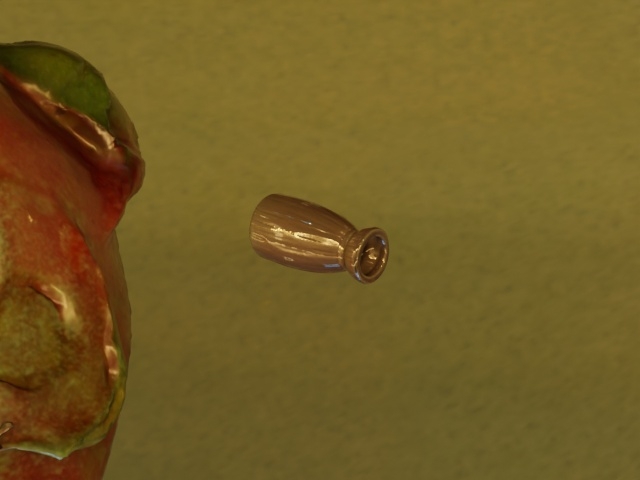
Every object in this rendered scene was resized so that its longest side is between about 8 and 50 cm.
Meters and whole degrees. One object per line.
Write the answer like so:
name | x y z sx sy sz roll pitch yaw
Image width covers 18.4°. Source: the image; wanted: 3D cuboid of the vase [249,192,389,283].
vase | 0.000 0.000 1.482 0.101 0.053 0.053 17 106 35

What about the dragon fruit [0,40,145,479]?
dragon fruit | -0.185 0.027 0.660 0.268 0.130 0.295 -29 69 3
